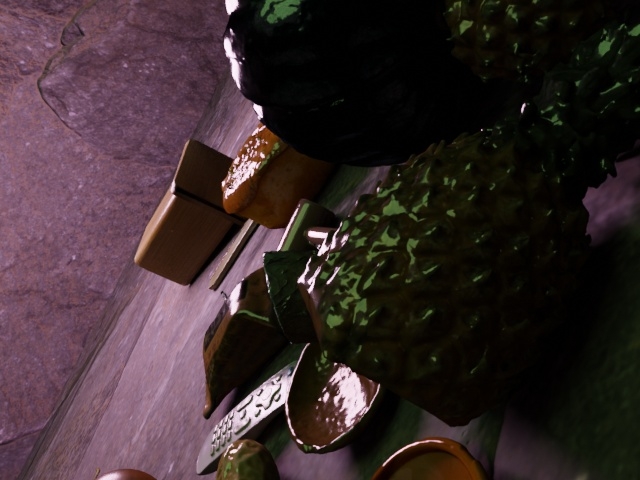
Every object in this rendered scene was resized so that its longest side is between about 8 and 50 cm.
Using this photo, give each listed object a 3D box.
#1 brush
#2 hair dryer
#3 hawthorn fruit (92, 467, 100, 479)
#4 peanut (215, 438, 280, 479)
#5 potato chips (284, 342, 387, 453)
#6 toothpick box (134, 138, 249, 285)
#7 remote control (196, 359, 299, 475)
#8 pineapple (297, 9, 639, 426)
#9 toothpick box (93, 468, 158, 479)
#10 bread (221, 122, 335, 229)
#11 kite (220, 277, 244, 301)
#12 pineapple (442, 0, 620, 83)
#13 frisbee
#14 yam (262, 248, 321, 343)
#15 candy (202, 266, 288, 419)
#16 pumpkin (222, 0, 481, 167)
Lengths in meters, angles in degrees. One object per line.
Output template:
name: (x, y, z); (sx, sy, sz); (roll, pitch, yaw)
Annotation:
brush: (-0.150, -0.028, 1.502); (0.336, 0.020, 0.085); (-55, 22, 17)
hair dryer: (0.000, 0.000, 1.066); (0.181, 0.064, 0.117); (7, 70, 62)
hawthorn fruit: (-0.517, 0.570, 1.471); (0.165, 0.165, 0.285); (-47, 1, 33)
peanut: (-0.090, 0.313, 0.818); (0.194, 0.093, 0.083); (-99, 29, -55)
potato chips: (0.022, 0.164, 0.807); (0.150, 0.049, 0.202); (-53, 19, 5)
toothpick box: (-0.306, -0.050, 1.681); (0.308, 0.187, 0.190); (-49, 24, 38)
remote control: (-0.096, 0.254, 0.979); (0.229, 0.044, 0.073); (-43, 20, 21)
pineapple: (0.147, -0.032, 0.589); (0.362, 0.202, 0.202); (-53, 21, -1)
toothpick box: (-0.275, 0.438, 0.964); (0.192, 0.192, 0.294); (-60, 15, 2)
bread: (-0.073, -0.145, 1.305); (0.268, 0.145, 0.268); (-46, 22, 26)
kite: (-0.186, 0.130, 1.397); (0.139, 0.011, 0.157); (-56, 21, 7)
pineapple: (0.227, -0.245, 0.720); (0.193, 0.166, 0.166); (-18, 45, 43)
frisbee: (0.079, 0.255, 0.573); (0.192, 0.035, 0.192); (-47, 25, 30)
yam: (0.032, 0.056, 0.771); (0.107, 0.183, 0.107); (173, 90, -83)
candy: (-0.126, 0.157, 1.103); (0.271, 0.101, 0.143); (-53, 27, 36)
pumpkin: (0.053, -0.266, 0.876); (0.266, 0.363, 0.363); (4, 64, 41)
